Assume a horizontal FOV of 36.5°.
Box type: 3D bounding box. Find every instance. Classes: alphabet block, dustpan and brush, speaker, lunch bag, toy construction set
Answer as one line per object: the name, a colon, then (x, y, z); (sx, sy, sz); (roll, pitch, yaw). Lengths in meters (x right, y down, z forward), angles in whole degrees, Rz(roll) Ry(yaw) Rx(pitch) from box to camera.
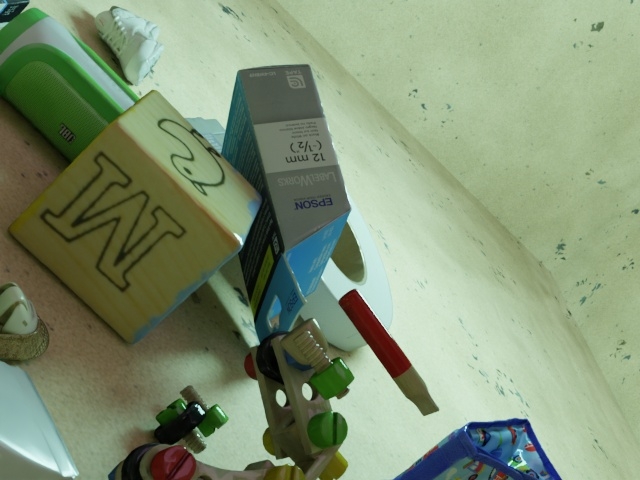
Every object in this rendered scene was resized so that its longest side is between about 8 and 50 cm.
alphabet block: (-0.211, -0.032, 1.154); (0.197, 0.193, 0.192); (45, 16, -12)
dustpan and brush: (-0.313, 0.144, 0.790); (0.147, 0.060, 0.211); (48, 7, 37)
speaker: (-0.311, -0.165, 1.300); (0.296, 0.131, 0.131); (46, 18, -10)
lunch bag: (0.153, 0.321, 1.235); (0.293, 0.221, 0.138); (26, 29, -51)
toy construction set: (-0.017, 0.222, 0.952); (0.237, 0.309, 0.257); (53, 25, -2)

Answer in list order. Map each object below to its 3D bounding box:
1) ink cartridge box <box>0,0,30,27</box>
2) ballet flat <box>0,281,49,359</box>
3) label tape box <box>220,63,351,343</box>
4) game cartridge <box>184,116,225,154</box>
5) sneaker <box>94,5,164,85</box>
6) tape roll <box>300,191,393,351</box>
ink cartridge box: (-0.570, -0.434, 1.350); (0.332, 0.065, 0.165); (46, 18, -6)
ballet flat: (-0.315, 0.068, 0.902); (0.073, 0.067, 0.206); (57, 19, 25)
label tape box: (-0.045, -0.028, 1.332); (0.115, 0.249, 0.347); (-9, 65, -17)
game cartridge: (-0.189, -0.099, 1.572); (0.230, 0.068, 0.355); (47, 17, 6)
sneaker: (-0.344, -0.347, 1.694); (0.115, 0.090, 0.232); (32, 14, -27)
tape roll: (0.000, 0.000, 1.664); (0.392, 0.072, 0.392); (52, 21, -29)
